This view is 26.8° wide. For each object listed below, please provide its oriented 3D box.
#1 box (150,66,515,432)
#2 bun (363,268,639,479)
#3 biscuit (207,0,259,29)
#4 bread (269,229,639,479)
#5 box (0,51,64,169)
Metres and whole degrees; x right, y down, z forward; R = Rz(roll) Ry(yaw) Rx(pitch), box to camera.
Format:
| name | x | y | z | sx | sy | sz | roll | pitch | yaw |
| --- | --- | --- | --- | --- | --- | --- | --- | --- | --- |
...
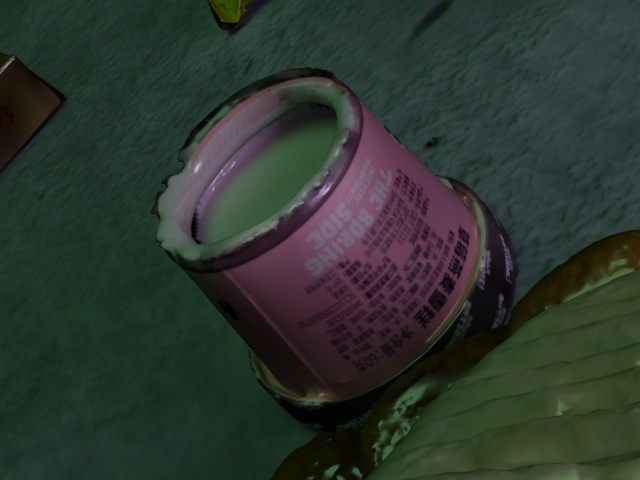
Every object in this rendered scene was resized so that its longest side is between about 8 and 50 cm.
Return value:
| name | x | y | z | sx | sy | sz | roll | pitch | yaw |
| --- | --- | --- | --- | --- | --- | --- | --- | --- | --- |
| box | 0.000 | 0.000 | 0.677 | 0.151 | 0.135 | 0.151 | -28 | 36 | 23 |
| bun | 0.149 | 0.129 | 0.306 | 0.326 | 0.234 | 0.362 | -31 | 20 | 5 |
| biscuit | 0.031 | -0.264 | 1.039 | 0.292 | 0.026 | 0.048 | -38 | 53 | 7 |
| bread | 0.086 | 0.088 | 0.539 | 0.344 | 0.084 | 0.124 | -38 | 56 | 7 |
| box | -0.346 | -0.112 | 1.217 | 0.159 | 0.071 | 0.240 | -51 | 35 | -9 |
